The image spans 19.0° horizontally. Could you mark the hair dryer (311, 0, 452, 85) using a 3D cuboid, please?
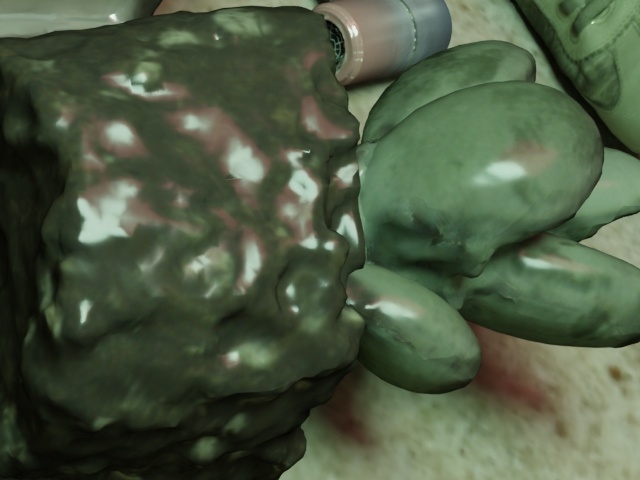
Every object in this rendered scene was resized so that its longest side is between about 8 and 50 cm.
[{"bbox_3d":[0.000,-0.115,0.830,0.063,0.037,0.114,-17,59,-44],"label":"hair dryer"}]

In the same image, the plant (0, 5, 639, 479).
[{"bbox_3d":[0.000,0.002,0.642,0.274,0.149,0.146,-8,76,-39],"label":"plant"}]

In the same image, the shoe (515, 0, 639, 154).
[{"bbox_3d":[0.123,-0.150,0.907,0.098,0.103,0.275,6,46,-33],"label":"shoe"}]

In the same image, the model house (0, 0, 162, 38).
[{"bbox_3d":[-0.147,-0.214,0.669,0.237,0.202,0.237,-9,62,-42],"label":"model house"}]
